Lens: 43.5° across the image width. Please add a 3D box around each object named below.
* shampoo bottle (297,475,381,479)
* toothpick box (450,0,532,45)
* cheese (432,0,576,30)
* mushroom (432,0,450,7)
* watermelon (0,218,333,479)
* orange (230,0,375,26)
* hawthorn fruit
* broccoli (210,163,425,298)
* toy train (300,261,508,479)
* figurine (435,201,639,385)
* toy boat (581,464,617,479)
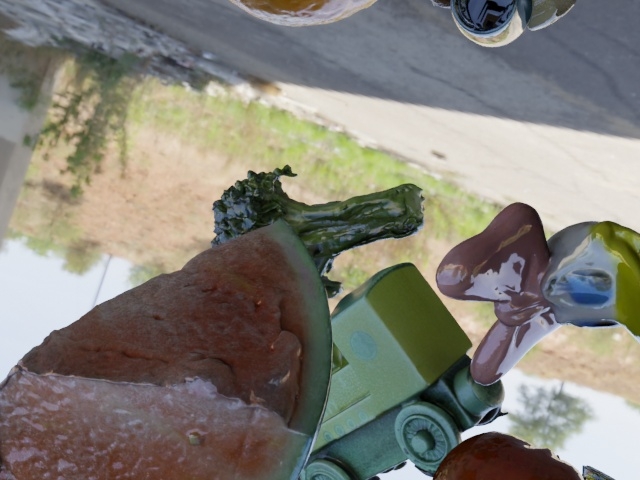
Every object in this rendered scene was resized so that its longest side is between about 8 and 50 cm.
[{"bbox_3d":[-0.052,0.451,1.482,0.359,0.134,0.078,3,125,43],"label":"shampoo bottle"},{"bbox_3d":[0.257,-0.355,1.215,0.120,0.120,0.184,19,-164,12],"label":"toothpick box"},{"bbox_3d":[0.313,-0.434,1.416,0.286,0.163,0.082,12,146,46],"label":"cheese"},{"bbox_3d":[0.222,-0.436,1.311,0.123,0.123,0.052,19,-136,-17],"label":"mushroom"},{"bbox_3d":[-0.113,0.183,0.705,0.319,0.292,0.222,-22,-134,-38],"label":"watermelon"},{"bbox_3d":[-0.010,-0.433,1.006,0.340,0.341,0.293,19,173,46],"label":"orange"},{"bbox_3d":[0.174,0.301,0.743,0.196,0.226,0.196,29,173,4],"label":"hawthorn fruit"},{"bbox_3d":[-0.002,0.016,1.012,0.274,0.199,0.177,6,-149,17],"label":"broccoli"},{"bbox_3d":[0.063,0.212,1.086,0.160,0.397,0.253,-30,-99,-46],"label":"toy train"},{"bbox_3d":[0.283,-0.034,0.548,0.193,0.420,0.154,43,166,46],"label":"figurine"},{"bbox_3d":[0.543,0.474,1.436,0.066,0.084,0.210,31,168,-35],"label":"toy boat"}]
